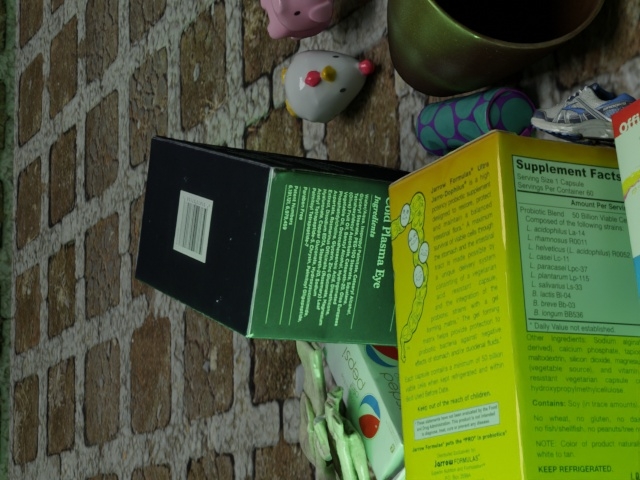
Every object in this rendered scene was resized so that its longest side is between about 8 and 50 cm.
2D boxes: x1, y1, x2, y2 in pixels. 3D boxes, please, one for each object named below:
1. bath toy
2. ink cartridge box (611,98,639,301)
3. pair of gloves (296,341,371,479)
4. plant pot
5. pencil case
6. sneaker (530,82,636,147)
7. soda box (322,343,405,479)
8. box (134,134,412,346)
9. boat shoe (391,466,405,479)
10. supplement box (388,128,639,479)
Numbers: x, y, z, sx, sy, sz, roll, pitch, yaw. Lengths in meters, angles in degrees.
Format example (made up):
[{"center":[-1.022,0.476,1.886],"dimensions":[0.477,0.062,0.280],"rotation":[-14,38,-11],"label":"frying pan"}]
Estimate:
[{"center":[-0.024,-0.329,1.769],"dimensions":[0.129,0.151,0.348],"rotation":[-18,88,36],"label":"bath toy"},{"center":[0.330,-0.067,1.171],"dimensions":[0.134,0.078,0.231],"rotation":[-35,55,55],"label":"ink cartridge box"},{"center":[0.009,0.248,1.669],"dimensions":[0.240,0.042,0.204],"rotation":[-126,26,-62],"label":"pair of gloves"},{"center":[0.155,-0.246,1.423],"dimensions":[0.230,0.215,0.215],"rotation":[127,140,-66],"label":"plant pot"},{"center":[0.169,-0.127,1.493],"dimensions":[0.151,0.064,0.070],"rotation":[-1,118,63],"label":"pencil case"},{"center":[0.265,-0.126,1.342],"dimensions":[0.135,0.052,0.058],"rotation":[15,89,54],"label":"sneaker"},{"center":[0.075,0.184,1.615],"dimensions":[0.074,0.069,0.216],"rotation":[-65,33,35],"label":"soda box"},{"center":[0.000,0.000,1.528],"dimensions":[0.343,0.312,0.179],"rotation":[19,103,62],"label":"box"},{"center":[0.137,0.262,1.457],"dimensions":[0.277,0.096,0.098],"rotation":[-51,42,46],"label":"boat shoe"},{"center":[0.200,0.101,1.264],"dimensions":[0.195,0.194,0.357],"rotation":[-26,63,58],"label":"supplement box"}]
